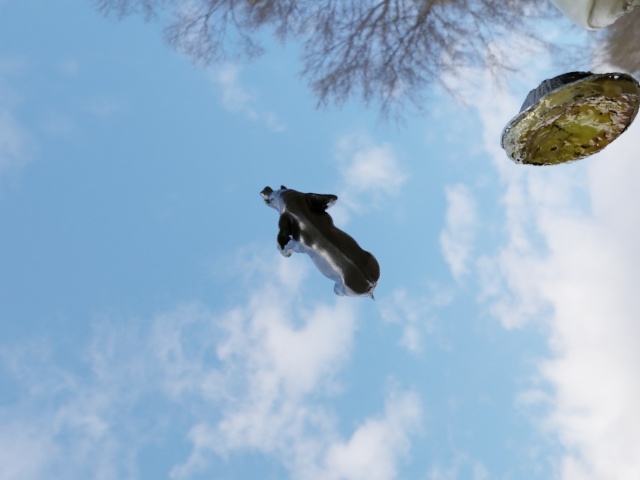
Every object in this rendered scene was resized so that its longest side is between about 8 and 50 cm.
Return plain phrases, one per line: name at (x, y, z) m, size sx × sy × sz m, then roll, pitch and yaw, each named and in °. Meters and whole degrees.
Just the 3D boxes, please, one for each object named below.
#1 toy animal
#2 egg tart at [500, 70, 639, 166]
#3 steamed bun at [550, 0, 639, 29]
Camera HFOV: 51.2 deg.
toy animal at (0.002, -0.005, 1.024) m, size 0.245 × 0.146 × 0.114 m, roll 33°, pitch -98°, yaw 3°
egg tart at (0.409, -0.209, 1.108) m, size 0.234 × 0.234 × 0.094 m, roll 10°, pitch -122°, yaw -39°
steamed bun at (0.489, -0.497, 1.212) m, size 0.200 × 0.170 × 0.225 m, roll -28°, pitch -116°, yaw -6°
